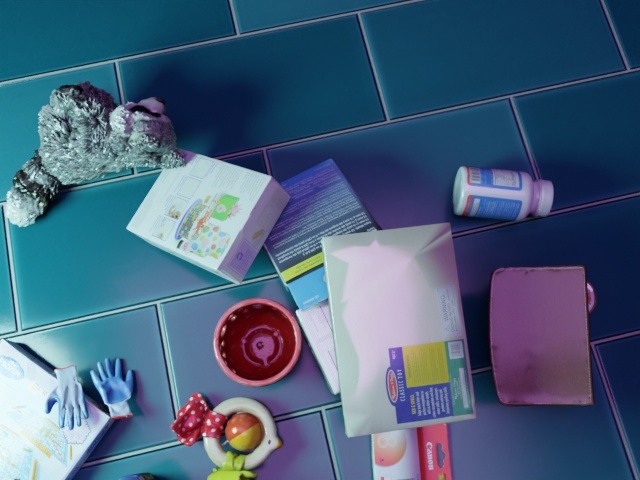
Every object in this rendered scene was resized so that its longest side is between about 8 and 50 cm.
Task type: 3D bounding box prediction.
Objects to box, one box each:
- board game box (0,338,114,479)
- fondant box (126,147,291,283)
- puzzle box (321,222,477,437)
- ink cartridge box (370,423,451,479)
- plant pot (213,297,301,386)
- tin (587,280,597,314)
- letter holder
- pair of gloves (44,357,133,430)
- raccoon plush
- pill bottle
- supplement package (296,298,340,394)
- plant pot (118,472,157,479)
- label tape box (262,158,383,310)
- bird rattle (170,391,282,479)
[{"bbox_3d":[-0.687,0.443,1.445,0.319,0.066,0.318,34,78,7],"label":"board game box"},{"bbox_3d":[-0.264,-0.065,1.487,0.330,0.096,0.238,20,74,37],"label":"fondant box"},{"bbox_3d":[0.157,0.179,1.316,0.272,0.052,0.408,-6,85,-6],"label":"puzzle box"},{"bbox_3d":[0.207,0.495,1.455,0.179,0.045,0.145,-3,77,1],"label":"ink cartridge box"},{"bbox_3d":[-0.136,0.235,1.448,0.191,0.174,0.191,0,75,-1],"label":"plant pot"},{"bbox_3d":[0.573,0.138,1.552,0.190,0.040,0.106,2,80,0],"label":"tin"},{"bbox_3d":[0.479,0.211,1.451,0.214,0.152,0.301,-2,86,5],"label":"letter holder"},{"bbox_3d":[-0.517,0.342,1.442,0.198,0.023,0.159,-3,50,-29],"label":"pair of gloves"},{"bbox_3d":[-0.519,-0.162,1.530,0.299,0.216,0.446,36,107,19],"label":"raccoon plush"},{"bbox_3d":[0.444,-0.111,1.567,0.222,0.124,0.124,7,76,1],"label":"pill bottle"},{"bbox_3d":[0.103,0.200,1.445,0.263,0.199,0.198,-25,80,-7],"label":"supplement package"},{"bbox_3d":[-0.394,0.621,1.327,0.212,0.236,0.236,-41,79,-17],"label":"plant pot"},{"bbox_3d":[0.000,0.000,1.480,0.249,0.115,0.347,-26,56,-8],"label":"label tape box"},{"bbox_3d":[-0.205,0.444,1.448,0.207,0.143,0.253,-28,65,-19],"label":"bird rattle"}]
